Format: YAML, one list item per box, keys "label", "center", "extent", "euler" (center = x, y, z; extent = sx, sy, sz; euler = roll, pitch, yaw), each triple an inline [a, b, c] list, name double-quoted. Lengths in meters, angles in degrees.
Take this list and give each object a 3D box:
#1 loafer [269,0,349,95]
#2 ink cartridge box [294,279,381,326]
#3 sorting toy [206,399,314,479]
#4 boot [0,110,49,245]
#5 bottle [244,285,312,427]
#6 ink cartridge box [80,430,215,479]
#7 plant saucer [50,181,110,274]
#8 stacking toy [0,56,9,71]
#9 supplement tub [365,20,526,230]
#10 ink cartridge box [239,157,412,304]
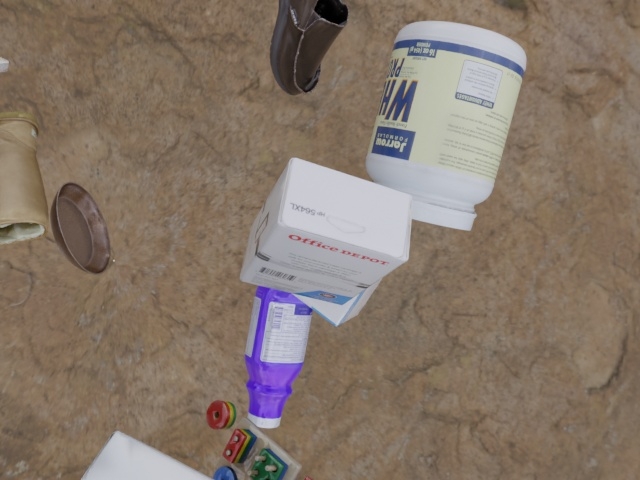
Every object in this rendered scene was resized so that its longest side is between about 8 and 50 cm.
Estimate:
- label: "loafer"
  center: [-0.016, -0.439, 1.204]
  extent: [0.130, 0.366, 0.134]
  euler: [27, 55, 15]
- label: "ink cartridge box"
  center: [0.034, 0.068, 0.947]
  extent: [0.092, 0.143, 0.090]
  euler: [36, 100, 15]
- label: "sorting toy"
  center: [-0.108, 0.363, 0.888]
  extent: [0.046, 0.274, 0.132]
  euler: [29, 89, -53]
- label: "boot"
  center: [-0.629, -0.114, 1.084]
  extent: [0.236, 0.089, 0.269]
  euler: [-12, 61, -9]
- label: "bottle"
  center: [-0.089, 0.222, 1.168]
  extent: [0.118, 0.092, 0.283]
  euler: [8, 92, -32]
- label: "ink cartridge box"
  center: [-0.114, 0.337, 0.615]
  extent: [0.211, 0.289, 0.121]
  euler: [17, 57, 22]
- label: "plant saucer"
  center: [-0.496, -0.020, 1.213]
  extent: [0.036, 0.198, 0.199]
  euler: [-16, 94, 4]
- label: "stacking toy"
  center: [-0.724, -0.398, 1.025]
  extent: [0.279, 0.130, 0.309]
  euler: [35, 33, 2]
- label: "supplement tub"
  center: [0.214, -0.198, 1.063]
  extent: [0.235, 0.235, 0.325]
  euler: [11, 97, -19]
- label: "ink cartridge box"
  center: [0.000, 0.000, 0.708]
  extent: [0.148, 0.203, 0.086]
  euler: [16, 65, -14]
